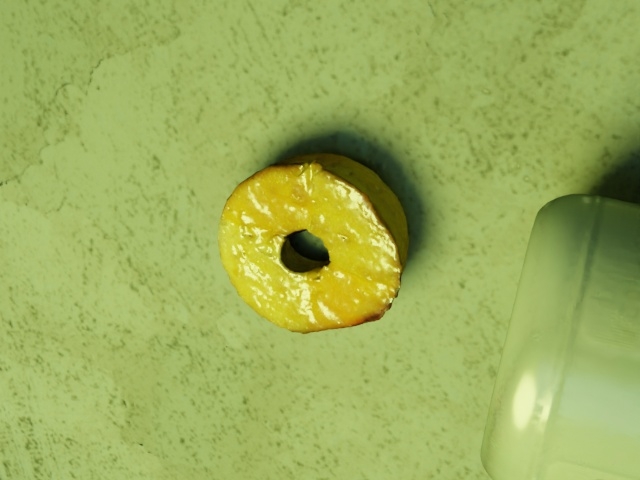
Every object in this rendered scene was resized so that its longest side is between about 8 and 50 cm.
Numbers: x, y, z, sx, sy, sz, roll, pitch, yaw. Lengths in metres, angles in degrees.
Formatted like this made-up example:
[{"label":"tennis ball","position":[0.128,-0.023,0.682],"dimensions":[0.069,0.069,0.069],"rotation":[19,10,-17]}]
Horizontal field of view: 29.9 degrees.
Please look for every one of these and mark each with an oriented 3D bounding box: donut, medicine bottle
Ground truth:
[{"label":"donut","position":[-0.001,-0.001,1.109],"dimensions":[0.174,0.074,0.190],"rotation":[49,129,-6]},{"label":"medicine bottle","position":[0.295,0.107,0.919],"dimensions":[0.306,0.245,0.245],"rotation":[13,120,12]}]
